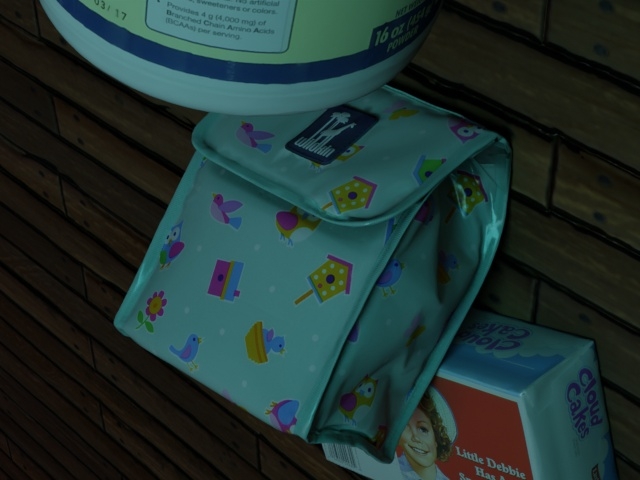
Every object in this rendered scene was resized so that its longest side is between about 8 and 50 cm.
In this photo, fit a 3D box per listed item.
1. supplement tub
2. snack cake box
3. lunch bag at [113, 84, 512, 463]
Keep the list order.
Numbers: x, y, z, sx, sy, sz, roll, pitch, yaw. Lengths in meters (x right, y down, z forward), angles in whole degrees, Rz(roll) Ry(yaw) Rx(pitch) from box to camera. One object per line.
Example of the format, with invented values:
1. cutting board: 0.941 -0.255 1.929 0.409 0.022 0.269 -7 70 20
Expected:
1. supplement tub: -0.025 -0.247 0.619 0.235 0.235 0.324 43 145 23
2. snack cake box: 0.103 0.133 1.047 0.264 0.089 0.152 15 126 47
3. lunch bag: 0.000 0.000 0.964 0.223 0.160 0.262 26 92 39
